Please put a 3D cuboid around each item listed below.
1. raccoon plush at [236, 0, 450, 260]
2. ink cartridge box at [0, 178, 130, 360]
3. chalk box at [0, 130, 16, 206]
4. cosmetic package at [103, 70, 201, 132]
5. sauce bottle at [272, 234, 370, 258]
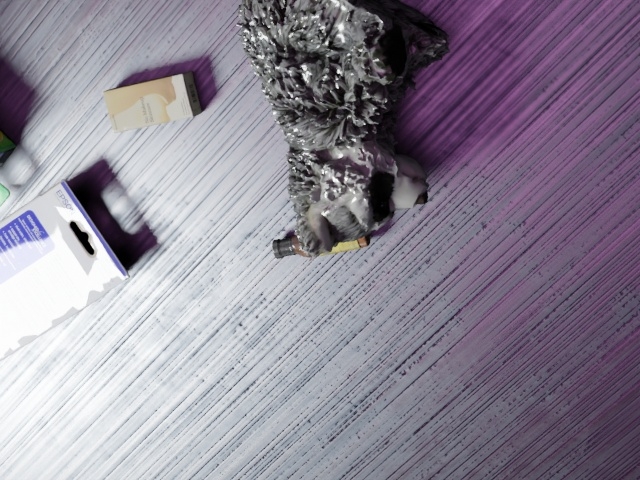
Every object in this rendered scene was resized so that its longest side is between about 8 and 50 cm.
[{"bbox_3d":[-0.050,-0.188,1.243,0.446,0.216,0.299,35,113,20],"label":"raccoon plush"},{"bbox_3d":[-0.424,0.058,1.432,0.333,0.065,0.165,-30,96,18],"label":"ink cartridge box"},{"bbox_3d":[-0.516,-0.114,1.371,0.213,0.132,0.132,45,108,-2],"label":"chalk box"},{"bbox_3d":[-0.220,-0.181,1.341,0.115,0.041,0.060,-11,101,14],"label":"cosmetic package"},{"bbox_3d":[0.000,0.000,1.340,0.128,0.042,0.042,-10,101,12],"label":"sauce bottle"}]
